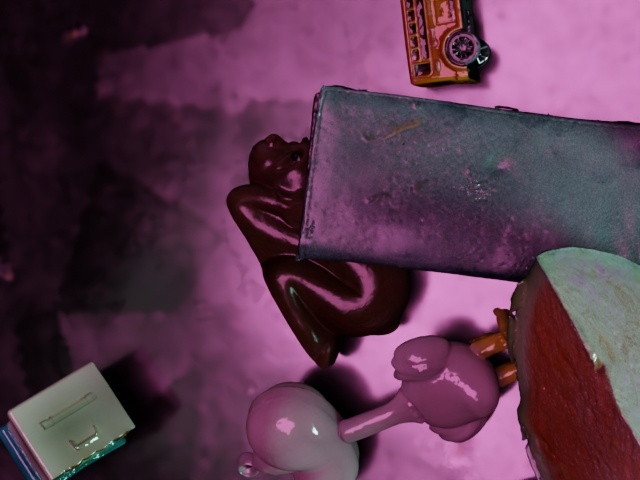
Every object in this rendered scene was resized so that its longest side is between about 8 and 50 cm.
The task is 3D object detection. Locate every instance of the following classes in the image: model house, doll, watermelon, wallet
[{"bbox_3d":[-0.308,0.231,1.444,0.127,0.149,0.100,-31,84,-28],"label":"model house"},{"bbox_3d":[0.065,0.191,1.325,0.365,0.094,0.160,-22,127,18],"label":"doll"},{"bbox_3d":[0.295,0.192,1.220,0.222,0.319,0.292,-41,57,35],"label":"watermelon"},{"bbox_3d":[0.171,-0.050,1.267,0.378,0.046,0.191,7,90,-1],"label":"wallet"}]

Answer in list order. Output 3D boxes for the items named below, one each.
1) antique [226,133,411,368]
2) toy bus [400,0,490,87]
[{"bbox_3d":[0.000,0.000,1.341,0.143,0.121,0.257,-30,85,16],"label":"antique"},{"bbox_3d":[0.129,-0.266,1.308,0.088,0.083,0.195,-6,91,18],"label":"toy bus"}]
